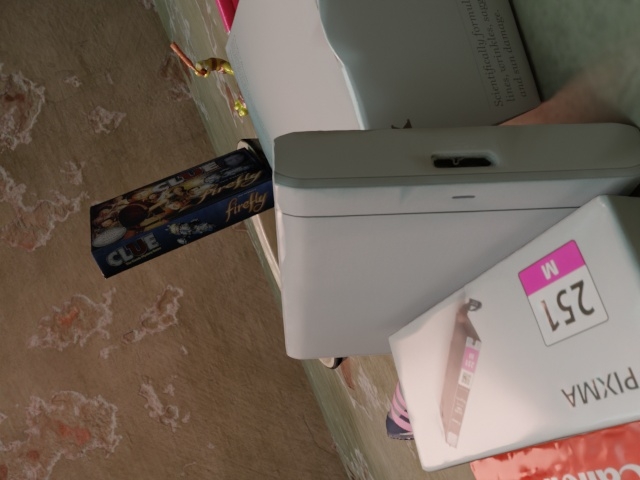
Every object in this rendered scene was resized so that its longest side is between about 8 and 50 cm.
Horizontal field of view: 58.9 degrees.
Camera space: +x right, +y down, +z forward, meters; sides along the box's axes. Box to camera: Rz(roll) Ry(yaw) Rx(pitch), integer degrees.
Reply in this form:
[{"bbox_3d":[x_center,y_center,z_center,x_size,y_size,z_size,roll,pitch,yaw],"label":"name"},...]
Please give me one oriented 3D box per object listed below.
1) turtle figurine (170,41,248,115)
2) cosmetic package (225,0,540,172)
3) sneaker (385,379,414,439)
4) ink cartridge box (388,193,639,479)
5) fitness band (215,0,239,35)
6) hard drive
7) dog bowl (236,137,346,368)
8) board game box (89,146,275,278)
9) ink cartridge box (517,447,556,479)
[{"bbox_3d":[-0.136,-0.293,1.069,0.269,0.087,0.217,23,172,4],"label":"turtle figurine"},{"bbox_3d":[0.022,-0.176,0.580,0.217,0.156,0.385,70,166,-9],"label":"cosmetic package"},{"bbox_3d":[0.160,0.221,0.836,0.319,0.112,0.131,108,155,-67],"label":"sneaker"},{"bbox_3d":[0.163,0.138,0.406,0.275,0.060,0.239,130,134,-54],"label":"ink cartridge box"},{"bbox_3d":[-0.157,-0.473,1.044,0.209,0.054,0.291,35,146,67],"label":"fitness band"},{"bbox_3d":[0.081,0.029,0.499,0.353,0.232,0.047,94,173,-63],"label":"hard drive"},{"bbox_3d":[0.000,0.000,0.969,0.408,0.150,0.408,158,90,-77],"label":"dog bowl"},{"bbox_3d":[-0.189,-0.048,0.775,0.165,0.243,0.042,46,157,58],"label":"board game box"},{"bbox_3d":[0.248,0.216,0.420,0.207,0.097,0.046,-129,22,-51],"label":"ink cartridge box"}]
